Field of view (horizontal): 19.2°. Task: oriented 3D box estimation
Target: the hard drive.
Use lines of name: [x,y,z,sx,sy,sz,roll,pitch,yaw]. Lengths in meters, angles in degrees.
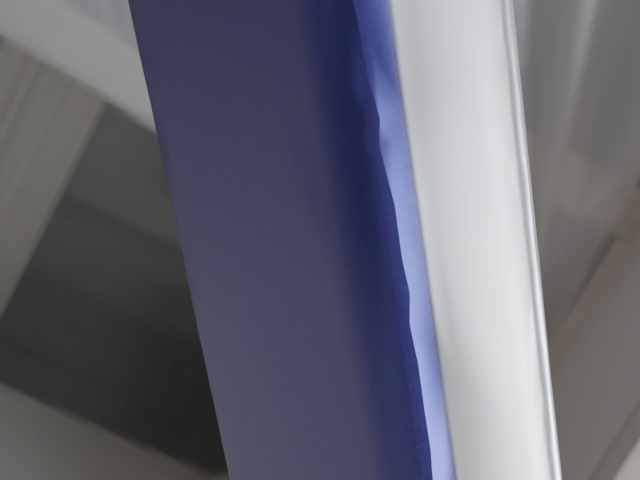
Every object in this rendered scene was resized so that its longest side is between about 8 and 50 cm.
hard drive: [0.000,0.000,0.468,0.040,0.318,0.210,-17,-148,-12]
